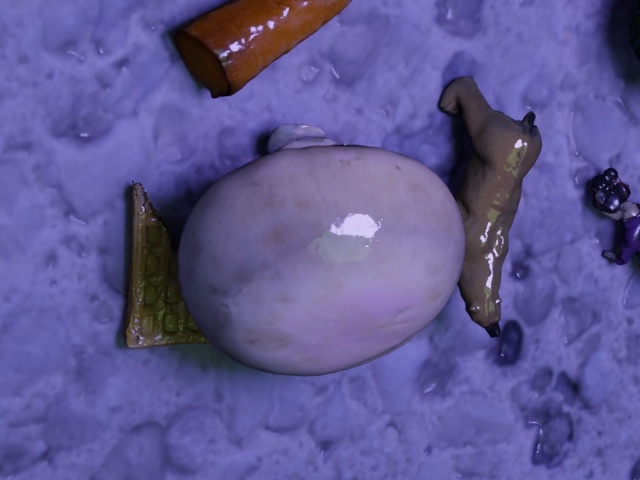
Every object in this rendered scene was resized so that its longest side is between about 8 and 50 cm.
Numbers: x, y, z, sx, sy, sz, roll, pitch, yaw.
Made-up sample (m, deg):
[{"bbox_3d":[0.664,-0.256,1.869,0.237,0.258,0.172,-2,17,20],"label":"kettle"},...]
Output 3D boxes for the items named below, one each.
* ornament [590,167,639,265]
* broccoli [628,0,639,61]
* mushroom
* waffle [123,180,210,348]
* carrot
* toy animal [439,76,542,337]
[{"bbox_3d":[0.324,0.013,1.732,0.203,0.088,0.081,39,112,-17],"label":"ornament"},{"bbox_3d":[0.409,-0.215,1.597,0.245,0.294,0.265,35,125,5],"label":"broccoli"},{"bbox_3d":[0.000,0.000,1.512,0.246,0.202,0.246,-5,148,-3],"label":"mushroom"},{"bbox_3d":[-0.124,0.020,1.551,0.097,0.023,0.152,-4,107,-25],"label":"waffle"},{"bbox_3d":[-0.022,-0.201,1.505,0.205,0.072,0.072,-35,117,-13],"label":"carrot"},{"bbox_3d":[0.150,-0.029,1.616,0.103,0.101,0.218,12,101,-29],"label":"toy animal"}]
